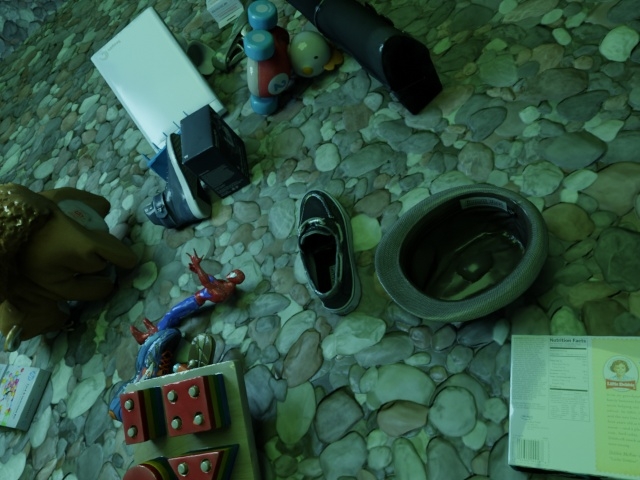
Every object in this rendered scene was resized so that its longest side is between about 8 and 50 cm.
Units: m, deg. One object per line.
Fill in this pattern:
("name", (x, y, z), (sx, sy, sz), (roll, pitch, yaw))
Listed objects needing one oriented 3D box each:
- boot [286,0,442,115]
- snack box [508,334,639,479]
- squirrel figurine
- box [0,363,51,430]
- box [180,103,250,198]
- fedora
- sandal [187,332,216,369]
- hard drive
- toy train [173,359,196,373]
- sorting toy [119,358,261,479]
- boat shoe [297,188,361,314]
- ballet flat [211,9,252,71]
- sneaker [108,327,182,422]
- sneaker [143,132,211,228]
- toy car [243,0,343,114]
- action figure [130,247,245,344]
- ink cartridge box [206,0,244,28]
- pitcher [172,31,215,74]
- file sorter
("boot", (0.045, -0.494, 1.226), (0.146, 0.366, 0.445), (-47, 47, 21))
("snack box", (0.418, 0.222, 0.732), (0.321, 0.060, 0.187), (-4, 60, 30))
("squirrel figurine", (-0.699, 0.070, 1.318), (0.370, 0.397, 0.281), (-51, 57, 12))
("box", (-0.768, 0.387, 1.385), (0.186, 0.038, 0.145), (-2, 61, 30))
("box", (-0.258, -0.217, 1.365), (0.093, 0.158, 0.156), (-26, 52, 16))
("fedora", (0.237, 0.037, 0.918), (0.275, 0.124, 0.243), (-41, 50, -7))
("sandal", (-0.244, 0.273, 1.116), (0.072, 0.049, 0.180), (18, 90, 26))
("hard drive", (-0.455, -0.439, 1.564), (0.233, 0.047, 0.353), (-36, 86, 9))
("toy train", (-0.236, 0.312, 1.054), (0.166, 0.046, 0.125), (30, 101, 24))
("sorting toy", (-0.248, 0.364, 0.980), (0.257, 0.089, 0.256), (-17, 77, 22))
("boat shoe", (0.000, 0.000, 1.104), (0.108, 0.102, 0.301), (-23, 52, 18))
("ballet flat", (-0.245, -0.592, 1.665), (0.068, 0.072, 0.213), (28, 78, 12))
("sneaker", (-0.347, 0.288, 1.169), (0.087, 0.083, 0.221), (21, 79, 25))
("sneaker", (-0.382, -0.140, 1.395), (0.163, 0.086, 0.226), (-19, 86, 24))
("toy car", (-0.060, -0.453, 1.400), (0.237, 0.219, 0.211), (2, 59, 0))
("action figure", (-0.296, 0.105, 1.204), (0.280, 0.091, 0.139), (-26, 95, 14))
("ink cartridge box", (-0.316, -0.788, 1.824), (0.104, 0.061, 0.181), (-27, 51, 16))
("pitcher", (-0.444, -0.575, 1.693), (0.207, 0.177, 0.126), (14, 78, 36))
("file sorter", (-0.370, -0.240, 1.477), (0.170, 0.118, 0.104), (-46, 43, -1))
